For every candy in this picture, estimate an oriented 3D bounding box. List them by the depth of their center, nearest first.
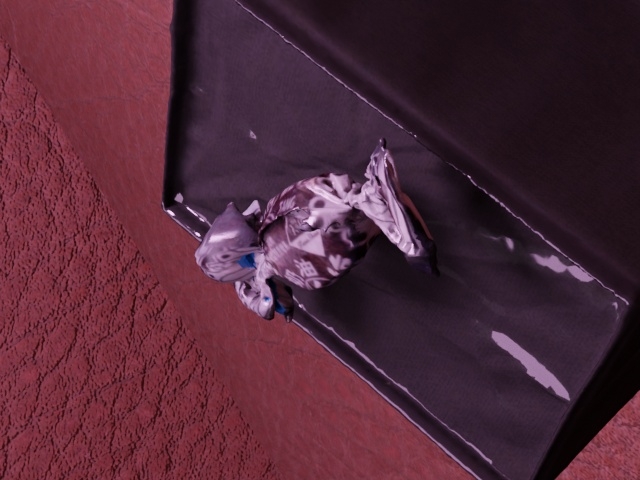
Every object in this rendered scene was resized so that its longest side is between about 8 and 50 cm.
[{"bbox_3d":[0.000,0.000,0.851,0.094,0.051,0.226,43,152,-9],"label":"candy"}]

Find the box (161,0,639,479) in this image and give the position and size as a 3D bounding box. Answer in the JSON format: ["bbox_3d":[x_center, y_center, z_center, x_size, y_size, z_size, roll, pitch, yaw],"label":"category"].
[{"bbox_3d":[0.086,-0.054,0.925,0.345,0.204,0.251,39,148,17],"label":"box"}]
